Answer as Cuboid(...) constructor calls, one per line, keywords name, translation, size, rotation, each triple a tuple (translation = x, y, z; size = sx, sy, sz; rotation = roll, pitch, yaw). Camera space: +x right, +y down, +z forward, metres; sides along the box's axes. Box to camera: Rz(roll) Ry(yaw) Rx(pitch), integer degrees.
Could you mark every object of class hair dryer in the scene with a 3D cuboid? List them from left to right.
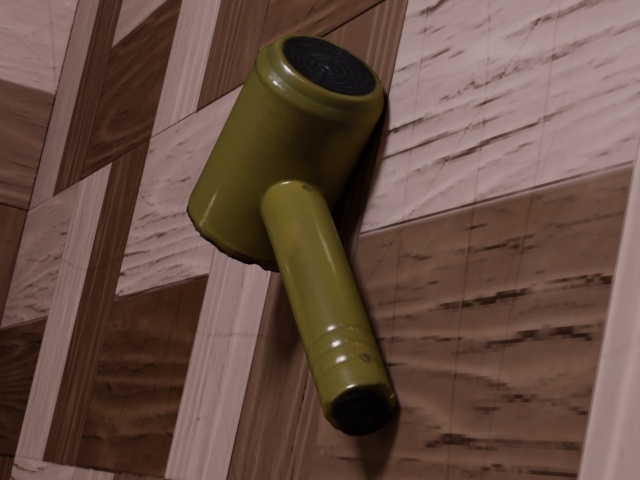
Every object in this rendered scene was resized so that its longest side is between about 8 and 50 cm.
Cuboid(name="hair dryer", translation=(0.000, 0.000, 1.026), size=(0.135, 0.090, 0.278), rotation=(-61, 29, 30))
